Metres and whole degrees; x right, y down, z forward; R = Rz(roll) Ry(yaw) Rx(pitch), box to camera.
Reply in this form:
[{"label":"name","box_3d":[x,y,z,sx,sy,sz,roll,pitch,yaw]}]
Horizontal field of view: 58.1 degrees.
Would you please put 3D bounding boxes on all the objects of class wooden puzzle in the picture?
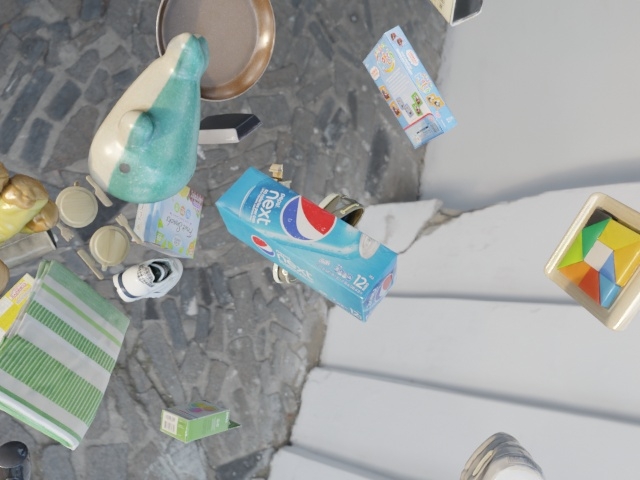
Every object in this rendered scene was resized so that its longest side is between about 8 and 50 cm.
[{"label":"wooden puzzle","box_3d":[0.584,0.035,1.185,0.044,0.238,0.220,17,110,-26]}]

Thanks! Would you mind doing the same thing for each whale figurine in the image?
[{"label":"whale figurine","box_3d":[-0.230,-0.175,0.868,0.141,0.216,0.272,33,103,-10]}]

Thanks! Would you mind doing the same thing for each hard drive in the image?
[{"label":"hard drive","box_3d":[-0.356,-0.404,2.078,0.172,0.255,0.054,-49,134,-43]}]

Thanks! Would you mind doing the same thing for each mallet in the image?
[{"label":"mallet","box_3d":[-0.341,0.303,0.615,0.039,0.189,0.062,3,119,-19]}]

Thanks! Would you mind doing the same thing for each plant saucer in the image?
[{"label":"plant saucer","box_3d":[-0.246,-0.485,1.346,0.311,0.050,0.310,-22,127,-33]}]

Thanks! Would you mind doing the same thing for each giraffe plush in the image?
[{"label":"giraffe plush","box_3d":[-0.462,0.011,0.746,0.181,0.210,0.170,41,38,-52]}]

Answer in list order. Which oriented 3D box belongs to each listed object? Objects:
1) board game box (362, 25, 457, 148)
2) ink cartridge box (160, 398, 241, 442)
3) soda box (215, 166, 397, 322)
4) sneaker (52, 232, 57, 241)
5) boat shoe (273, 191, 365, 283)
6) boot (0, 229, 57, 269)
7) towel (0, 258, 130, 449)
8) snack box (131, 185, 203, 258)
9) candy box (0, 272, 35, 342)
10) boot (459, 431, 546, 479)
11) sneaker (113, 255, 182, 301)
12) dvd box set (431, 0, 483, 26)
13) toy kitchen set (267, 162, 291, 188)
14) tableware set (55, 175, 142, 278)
[{"label":"board game box","box_3d":[0.170,-0.292,1.130,0.039,0.160,0.211,-34,95,-10]},{"label":"ink cartridge box","box_3d":[-0.324,0.491,1.597,0.209,0.109,0.062,4,93,-53]},{"label":"soda box","box_3d":[-0.016,0.002,0.661,0.067,0.210,0.071,-50,157,-20]},{"label":"sneaker","box_3d":[-0.894,-0.051,1.658,0.256,0.094,0.151,-1,76,-15]},{"label":"boat shoe","box_3d":[-0.001,-0.003,1.429,0.305,0.091,0.109,-50,144,-30]},{"label":"boot","box_3d":[-0.679,0.053,1.251,0.209,0.076,0.189,-18,62,-20]},{"label":"towel","box_3d":[-0.516,0.219,1.153,0.248,0.038,0.324,52,26,-35]},{"label":"snack box","box_3d":[-0.378,-0.057,1.447,0.207,0.070,0.174,42,54,-71]},{"label":"candy box","box_3d":[-0.793,0.191,1.481,0.206,0.105,0.027,-50,157,-19]},{"label":"boot","box_3d":[0.194,0.364,0.701,0.258,0.095,0.123,-65,173,4]},{"label":"sneaker","box_3d":[-0.360,0.075,1.299,0.090,0.095,0.235,59,15,-2]},{"label":"dvd box set","box_3d":[0.125,-0.571,0.846,0.062,0.307,0.420,-25,65,-7]},{"label":"toy kitchen set","box_3d":[-0.125,-0.151,1.410,0.075,0.083,0.068,-16,114,-52]},{"label":"tableware set","box_3d":[-0.485,-0.029,1.222,0.128,0.039,0.194,-50,122,-33]}]
